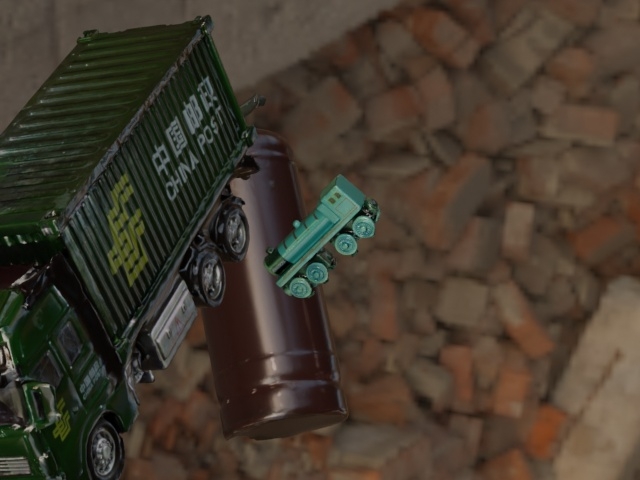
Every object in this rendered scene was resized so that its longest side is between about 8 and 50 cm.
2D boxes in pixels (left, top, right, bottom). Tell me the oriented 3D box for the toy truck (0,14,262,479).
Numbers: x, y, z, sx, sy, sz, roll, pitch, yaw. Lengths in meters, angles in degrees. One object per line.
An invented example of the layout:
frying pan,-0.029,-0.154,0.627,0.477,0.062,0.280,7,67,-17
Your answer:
toy truck,-0.112,0.008,0.800,0.259,0.088,0.121,-63,141,-49

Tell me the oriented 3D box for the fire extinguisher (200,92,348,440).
fire extinguisher,-0.069,0.011,1.512,0.114,0.135,0.337,17,59,-58

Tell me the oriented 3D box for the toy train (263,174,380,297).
toy train,0.000,0.000,1.081,0.045,0.092,0.029,41,27,-9
